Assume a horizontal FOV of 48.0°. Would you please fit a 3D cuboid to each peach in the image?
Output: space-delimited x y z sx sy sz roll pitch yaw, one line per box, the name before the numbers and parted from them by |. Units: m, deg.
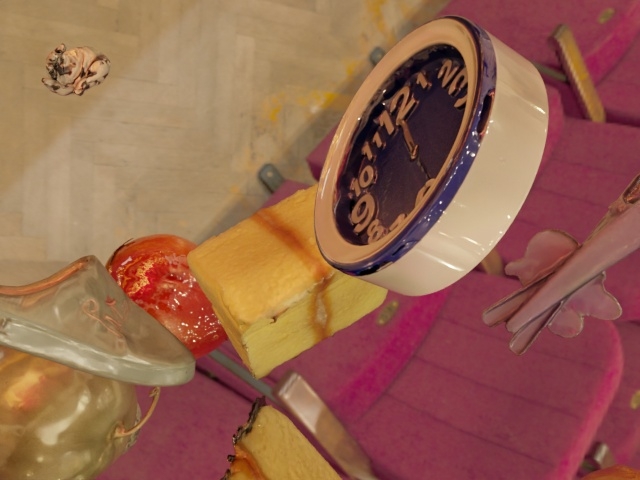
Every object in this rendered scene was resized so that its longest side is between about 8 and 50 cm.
peach | -0.395 0.154 1.901 0.370 0.370 0.370 -7 101 -40

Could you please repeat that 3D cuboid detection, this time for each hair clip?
hair clip | 0.319 0.030 0.847 0.137 0.278 0.090 45 32 3

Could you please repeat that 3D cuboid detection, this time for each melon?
melon | -0.419 0.244 1.086 0.271 0.308 0.272 -35 144 -30

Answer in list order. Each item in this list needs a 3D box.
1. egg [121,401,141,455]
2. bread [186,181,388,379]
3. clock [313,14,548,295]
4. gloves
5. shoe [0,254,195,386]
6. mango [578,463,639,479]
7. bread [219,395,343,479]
egg | -0.435 0.372 1.484 0.132 0.172 0.132 0 118 -1
bread | -0.008 0.084 1.025 0.263 0.198 0.236 -30 126 -13
clock | 0.085 -0.070 0.613 0.083 0.230 0.231 23 81 -22
gloves | -0.601 -0.404 1.736 0.128 0.111 0.212 58 41 -12
shoe | -0.172 0.049 0.513 0.195 0.079 0.078 19 84 -26
mango | 0.444 0.403 1.066 0.236 0.166 0.136 6 81 -63
bread | -0.058 0.473 0.954 0.242 0.405 0.345 -55 167 20
